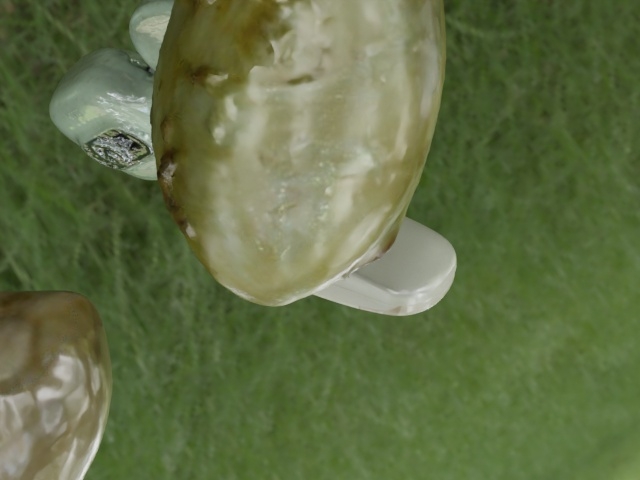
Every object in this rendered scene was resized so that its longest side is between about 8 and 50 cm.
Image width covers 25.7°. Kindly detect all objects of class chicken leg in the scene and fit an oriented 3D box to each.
[{"bbox_3d":[-0.007,-0.097,0.377,0.088,0.228,0.103,-2,-178,17],"label":"chicken leg"}]

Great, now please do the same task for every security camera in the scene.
[{"bbox_3d":[-0.136,-0.130,1.261,0.301,0.157,0.080,-19,-137,56],"label":"security camera"}]

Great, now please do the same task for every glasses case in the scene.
[{"bbox_3d":[0.000,0.000,1.005,0.081,0.204,0.051,-45,144,-39],"label":"glasses case"}]

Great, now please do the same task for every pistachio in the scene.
[{"bbox_3d":[-0.175,0.108,0.779,0.126,0.108,0.185,-26,142,-61],"label":"pistachio"}]
